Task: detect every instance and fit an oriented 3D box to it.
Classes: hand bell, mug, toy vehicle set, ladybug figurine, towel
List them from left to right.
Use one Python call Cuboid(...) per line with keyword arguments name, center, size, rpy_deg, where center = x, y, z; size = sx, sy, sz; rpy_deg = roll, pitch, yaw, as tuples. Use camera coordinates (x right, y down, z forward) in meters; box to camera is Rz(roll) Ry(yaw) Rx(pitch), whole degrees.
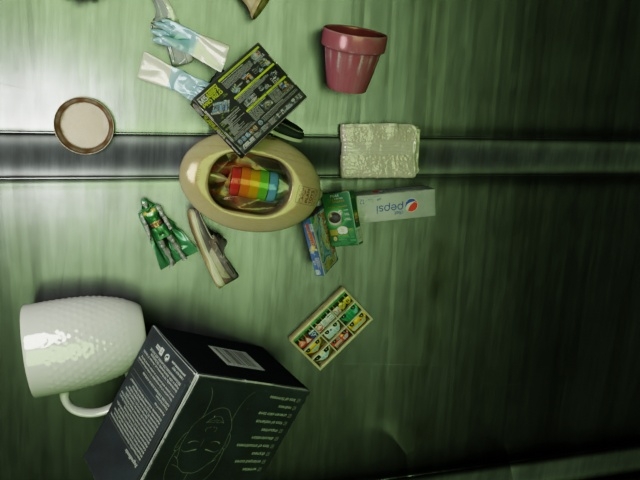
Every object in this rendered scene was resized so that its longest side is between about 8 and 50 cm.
Cuboid(name="mug", center=(-0.695, 0.350, 1.795), size=(0.328, 0.276, 0.373), rpy_deg=(-8, 95, -20))
Cuboid(name="hand bell", center=(-0.263, -0.781, 1.752), size=(0.242, 0.126, 0.126), rpy_deg=(35, 92, -7))
Cuboid(name="ladybug figurine", center=(-0.215, -0.184, 1.859), size=(0.450, 0.162, 0.305), rpy_deg=(13, 98, -17))
Cuboid(name="toy vehicle set", center=(0.037, 0.312, 2.108), size=(0.267, 0.035, 0.166), rpy_deg=(-44, 109, -1))
Cuboid(name="towel", center=(0.202, -0.301, 2.001), size=(0.282, 0.049, 0.187), rpy_deg=(-3, 103, -14))

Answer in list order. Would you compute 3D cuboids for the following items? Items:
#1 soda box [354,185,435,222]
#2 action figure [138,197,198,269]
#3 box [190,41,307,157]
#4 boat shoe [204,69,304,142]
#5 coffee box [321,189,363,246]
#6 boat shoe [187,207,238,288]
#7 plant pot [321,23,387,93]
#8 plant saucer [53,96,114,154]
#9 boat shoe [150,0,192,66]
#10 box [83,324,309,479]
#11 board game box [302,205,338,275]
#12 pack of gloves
Cuboid(name="soda box", center=(0.245, -0.125, 2.030), size=(0.286, 0.091, 0.098), rpy_deg=(-7, 105, -13))
Cuboid(name="action figure", center=(-0.505, -0.030, 1.877), size=(0.137, 0.063, 0.232), rpy_deg=(-29, 105, -3))
Cuboid(name="box", center=(-0.207, -0.409, 1.736), size=(0.216, 0.060, 0.270), rpy_deg=(46, 74, -9))
Cuboid(name="boat shoe", center=(-0.187, -0.420, 1.831), size=(0.340, 0.127, 0.113), rpy_deg=(27, 107, -9))
Cuboid(name="coffee box", center=(0.073, -0.073, 1.973), size=(0.040, 0.113, 0.184), rpy_deg=(-24, 105, -54))
Cuboid(name="boat shoe", center=(-0.345, 0.017, 1.910), size=(0.092, 0.103, 0.285), rpy_deg=(-24, 111, -14))
Cuboid(name="plant pot", center=(0.095, -0.560, 1.846), size=(0.201, 0.201, 0.180), rpy_deg=(2, 118, -15))
Cuboid(name="plant saucer", center=(-0.703, -0.342, 1.766), size=(0.169, 0.029, 0.168), rpy_deg=(-4, 104, -15))
Cuboid(name="boat shoe", center=(-0.453, -0.621, 1.738), size=(0.081, 0.079, 0.227), rpy_deg=(-26, 111, -12))
Cuboid(name="box", center=(-0.372, 0.566, 1.836), size=(0.480, 0.297, 0.471), rpy_deg=(24, 95, -47))
Cuboid(name="board game box", center=(0.000, 0.000, 1.977), size=(0.035, 0.136, 0.201), rpy_deg=(-6, 109, 24))
Cuboid(name="pack of gloves", center=(-0.404, -0.516, 1.718), size=(0.232, 0.046, 0.195), rpy_deg=(23, 111, -4))
